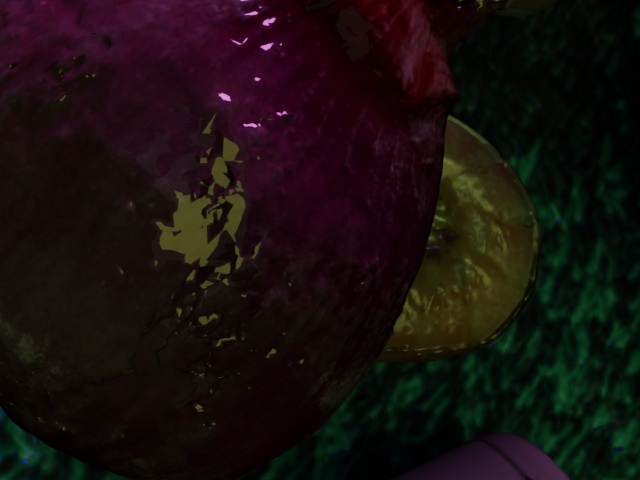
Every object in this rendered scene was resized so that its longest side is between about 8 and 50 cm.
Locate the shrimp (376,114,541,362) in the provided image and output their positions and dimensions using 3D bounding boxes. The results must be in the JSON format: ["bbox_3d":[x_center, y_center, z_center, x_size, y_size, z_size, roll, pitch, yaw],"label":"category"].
[{"bbox_3d":[0.000,0.000,0.924,0.251,0.052,0.143,-5,84,-17],"label":"shrimp"}]

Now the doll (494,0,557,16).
[{"bbox_3d":[0.188,-0.259,0.870,0.330,0.174,0.235,-28,73,-16],"label":"doll"}]

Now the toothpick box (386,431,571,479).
[{"bbox_3d":[0.001,0.243,0.881,0.316,0.229,0.229,-22,104,-11],"label":"toothpick box"}]

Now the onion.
[{"bbox_3d":[-0.051,-0.039,0.783,0.267,0.159,0.349,44,103,-5],"label":"onion"}]
